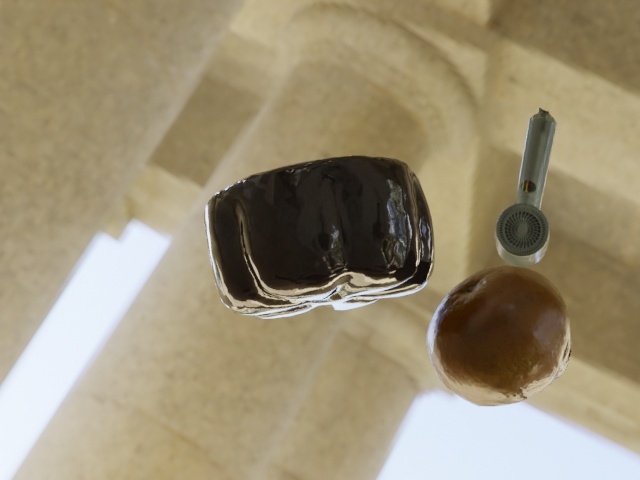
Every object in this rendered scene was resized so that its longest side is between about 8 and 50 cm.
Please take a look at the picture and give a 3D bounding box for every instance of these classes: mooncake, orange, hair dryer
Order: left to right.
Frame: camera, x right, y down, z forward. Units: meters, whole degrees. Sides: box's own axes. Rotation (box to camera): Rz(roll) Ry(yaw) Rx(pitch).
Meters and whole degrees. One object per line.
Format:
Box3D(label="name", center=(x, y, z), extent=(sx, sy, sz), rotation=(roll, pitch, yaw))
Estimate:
Box3D(label="mooncake", center=(0.000, 0.000, 1.905), extent=(0.244, 0.133, 0.245), rotation=(-9, -9, -1))
Box3D(label="orange", center=(0.185, 0.100, 1.895), extent=(0.134, 0.155, 0.154), rotation=(50, -28, -12))
Box3D(label="hair dryer", center=(0.183, -0.048, 1.622), extent=(0.047, 0.137, 0.082), rotation=(10, -6, 7))
